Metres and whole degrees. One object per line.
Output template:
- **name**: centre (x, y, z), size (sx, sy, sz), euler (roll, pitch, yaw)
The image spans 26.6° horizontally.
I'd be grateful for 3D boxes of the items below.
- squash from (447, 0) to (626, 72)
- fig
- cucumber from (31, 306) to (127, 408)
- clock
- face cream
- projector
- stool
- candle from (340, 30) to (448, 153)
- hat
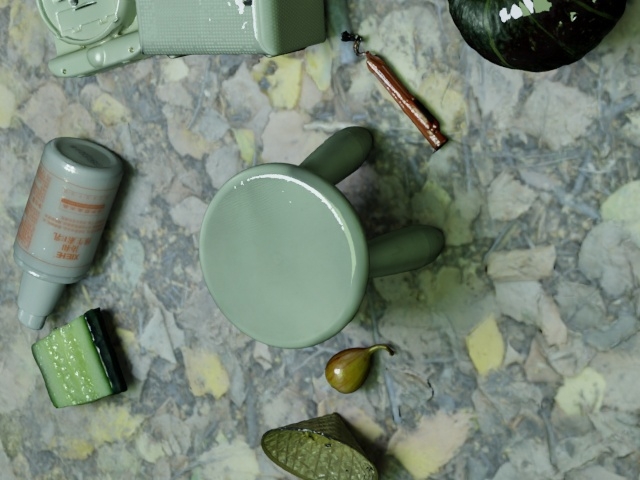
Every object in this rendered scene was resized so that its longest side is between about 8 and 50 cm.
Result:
- **squash**: centre (0.216, -0.261, 1.324), size (0.193, 0.156, 0.193), euler (18, 116, 44)
- **fig**: centre (0.045, 0.142, 1.560), size (0.083, 0.050, 0.050), euler (-32, 86, 11)
- **cucumber**: centre (-0.301, 0.151, 1.722), size (0.116, 0.062, 0.115), euler (-18, 91, 36)
- **clock**: centre (-0.273, -0.296, 1.609), size (0.151, 0.062, 0.191), euler (-13, 95, 28)
- **face cream**: centre (-0.328, 0.002, 1.681), size (0.101, 0.101, 0.251), euler (30, 113, 18)
- **projector**: centre (-0.101, -0.320, 1.464), size (0.177, 0.163, 0.242), euler (4, 107, 25)
- **stool**: centre (0.000, 0.000, 1.464), size (0.195, 0.199, 0.195), euler (-39, 82, 30)
- **candle**: centre (0.082, -0.169, 1.484), size (0.167, 0.021, 0.026), euler (51, 138, 7)
- **hat**: centre (0.008, 0.231, 1.591), size (0.146, 0.067, 0.146), euler (15, 148, 9)
